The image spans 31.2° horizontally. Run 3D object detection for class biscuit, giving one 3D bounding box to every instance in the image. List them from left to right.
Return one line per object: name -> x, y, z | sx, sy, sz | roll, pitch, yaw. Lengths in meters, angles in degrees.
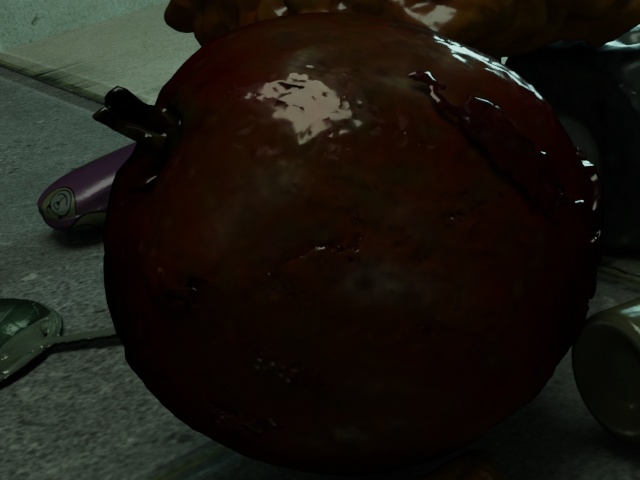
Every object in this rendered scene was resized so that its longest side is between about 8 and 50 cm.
biscuit -> 0.073, -0.197, 0.912 | 0.312, 0.110, 0.318 | -21, 30, -32

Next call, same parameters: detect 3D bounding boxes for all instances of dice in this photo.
dice -> 0.274, -0.105, 0.982 | 0.183, 0.181, 0.182 | -28, 29, -29

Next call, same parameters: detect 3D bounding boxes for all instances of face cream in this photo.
face cream -> 0.318, 0.042, 0.749 | 0.341, 0.084, 0.137 | -16, 18, -27

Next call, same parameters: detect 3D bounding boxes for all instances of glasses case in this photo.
glasses case -> -0.173, -0.086, 1.327 | 0.316, 0.076, 0.123 | -24, 20, -22

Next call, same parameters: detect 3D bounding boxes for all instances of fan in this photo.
fan -> -0.306, 0.108, 1.006 | 0.294, 0.012, 0.223 | 5, 27, 40

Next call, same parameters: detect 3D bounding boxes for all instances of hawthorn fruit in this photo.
hawthorn fruit -> 0.012, 0.009, 0.709 | 0.316, 0.316, 0.316 | -11, 21, 4

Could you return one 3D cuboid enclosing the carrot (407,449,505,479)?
carrot -> 0.030, 0.164, 0.618 | 0.186, 0.060, 0.060 | -24, 24, -32
